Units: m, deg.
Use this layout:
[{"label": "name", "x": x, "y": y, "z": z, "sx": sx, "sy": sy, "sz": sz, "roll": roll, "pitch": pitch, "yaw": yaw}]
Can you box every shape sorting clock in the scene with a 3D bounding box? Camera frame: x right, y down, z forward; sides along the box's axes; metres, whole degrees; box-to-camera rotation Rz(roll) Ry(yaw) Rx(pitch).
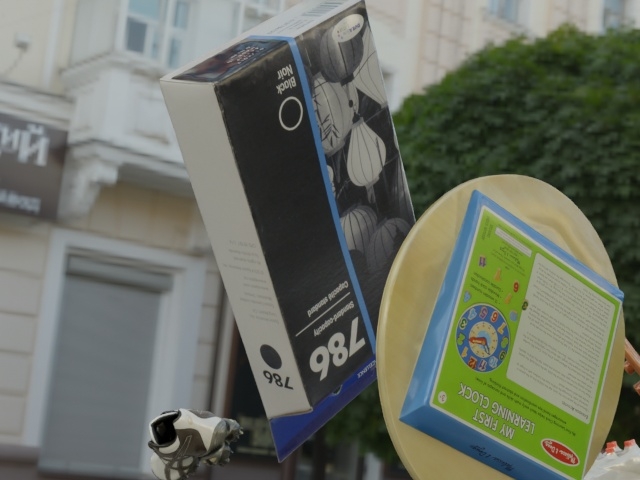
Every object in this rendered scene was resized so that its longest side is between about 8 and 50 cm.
[{"label": "shape sorting clock", "x": 0.110, "y": 0.064, "z": 0.713, "sx": 0.206, "sy": 0.206, "sz": 0.040, "roll": 14, "pitch": -13, "yaw": -39}]

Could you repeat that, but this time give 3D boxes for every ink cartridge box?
[{"label": "ink cartridge box", "x": 0.000, "y": 0.000, "z": 0.912, "sx": 0.065, "sy": 0.333, "sz": 0.165, "roll": 11, "pitch": 37, "yaw": 41}]

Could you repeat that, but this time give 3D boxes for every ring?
[{"label": "ring", "x": 0.392, "y": 0.103, "z": 1.764, "sx": 0.032, "sy": 0.336, "sz": 0.336, "roll": -39, "pitch": -22, "yaw": 10}]

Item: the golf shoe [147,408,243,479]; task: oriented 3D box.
[{"label": "golf shoe", "x": -0.177, "y": 0.244, "z": 1.491, "sx": 0.094, "sy": 0.077, "sz": 0.198, "roll": 31, "pitch": -35, "yaw": -19}]

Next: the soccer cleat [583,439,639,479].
[{"label": "soccer cleat", "x": 0.255, "y": 0.260, "z": 1.213, "sx": 0.196, "sy": 0.076, "sz": 0.068, "roll": -13, "pitch": -6, "yaw": -24}]
